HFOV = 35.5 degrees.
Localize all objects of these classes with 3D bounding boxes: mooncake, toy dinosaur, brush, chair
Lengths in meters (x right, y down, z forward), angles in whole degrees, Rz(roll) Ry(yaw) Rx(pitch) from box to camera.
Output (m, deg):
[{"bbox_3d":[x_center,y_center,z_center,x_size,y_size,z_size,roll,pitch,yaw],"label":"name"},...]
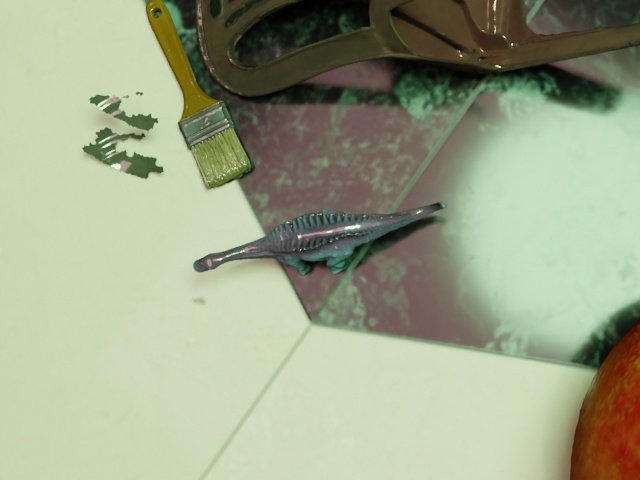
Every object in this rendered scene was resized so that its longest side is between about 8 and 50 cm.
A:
[{"bbox_3d":[-0.181,-0.229,0.821,0.150,0.057,0.346,6,89,21],"label":"mooncake"},{"bbox_3d":[0.000,0.000,0.763,0.198,0.080,0.045,-13,80,7],"label":"toy dinosaur"},{"bbox_3d":[-0.107,-0.125,0.824,0.043,0.014,0.169,-25,81,7],"label":"brush"},{"bbox_3d":[0.067,-0.206,0.756,0.326,0.183,0.175,-4,83,53],"label":"chair"}]

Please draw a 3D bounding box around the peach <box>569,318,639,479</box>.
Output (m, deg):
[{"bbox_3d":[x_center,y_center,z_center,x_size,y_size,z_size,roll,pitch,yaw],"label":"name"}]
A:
[{"bbox_3d":[0.277,0.161,0.618,0.249,0.245,0.274,-20,84,12],"label":"peach"}]
